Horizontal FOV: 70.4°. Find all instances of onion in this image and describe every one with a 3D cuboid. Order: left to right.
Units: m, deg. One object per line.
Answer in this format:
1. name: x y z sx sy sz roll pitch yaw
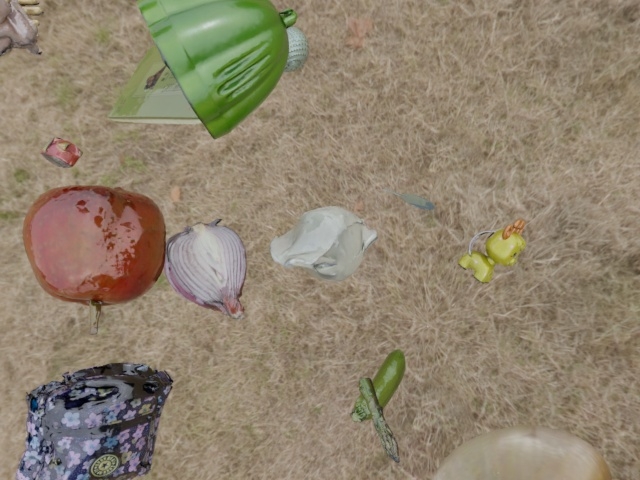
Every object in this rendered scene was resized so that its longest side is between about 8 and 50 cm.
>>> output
1. onion: -0.356 0.123 1.449 0.267 0.159 0.349 -12 68 -32

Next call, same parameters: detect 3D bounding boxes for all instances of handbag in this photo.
1. handbag: -0.366 0.312 0.758 0.126 0.228 0.208 27 106 49

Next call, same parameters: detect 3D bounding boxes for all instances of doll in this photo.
1. doll: 0.529 0.024 1.356 0.135 0.142 0.221 50 118 31

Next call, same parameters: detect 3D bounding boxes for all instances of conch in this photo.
1. conch: -0.047 -0.297 0.706 0.056 0.076 0.085 14 70 -23

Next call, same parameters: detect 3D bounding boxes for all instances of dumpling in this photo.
1. dumpling: 0.000 0.000 0.652 0.127 0.188 0.108 14 113 30

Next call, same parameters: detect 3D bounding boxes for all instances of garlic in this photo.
1. garlic: 0.137 0.189 0.320 0.115 0.206 0.128 17 77 38

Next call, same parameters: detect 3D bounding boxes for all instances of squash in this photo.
1. squash: 0.155 0.371 1.149 0.069 0.258 0.069 20 129 27

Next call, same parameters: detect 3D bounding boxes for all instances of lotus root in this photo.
1. lotus root: -0.104 -0.243 0.563 0.186 0.186 0.186 -2 79 13

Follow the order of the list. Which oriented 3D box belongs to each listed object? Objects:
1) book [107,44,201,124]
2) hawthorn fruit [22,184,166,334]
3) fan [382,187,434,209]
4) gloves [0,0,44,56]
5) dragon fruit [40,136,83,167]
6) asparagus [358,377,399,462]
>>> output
1. book: -0.334 -0.374 1.051 0.352 0.035 0.239 10 71 35
2. hawthorn fruit: -0.489 0.039 0.997 0.286 0.287 0.331 -8 75 12
3. fan: 0.278 -0.135 1.441 0.175 0.113 0.005 22 116 7
4. gloves: -0.523 -0.340 0.723 0.094 0.111 0.144 21 42 26
5. dragon fruit: -0.563 -0.194 0.981 0.083 0.060 0.056 13 69 38
6. asparagus: 0.116 0.350 0.885 0.030 0.036 0.165 -27 63 6
